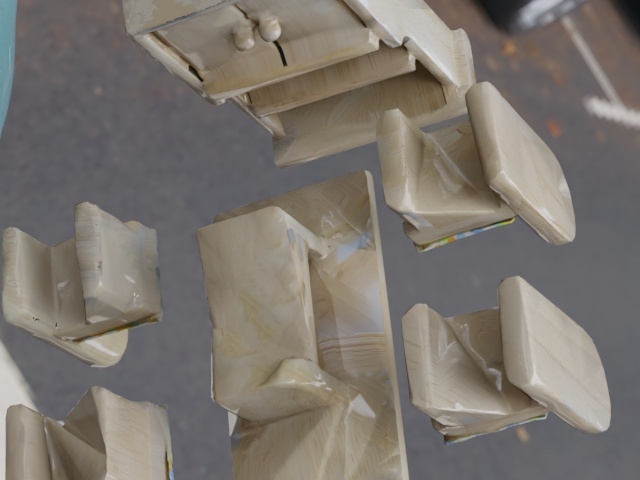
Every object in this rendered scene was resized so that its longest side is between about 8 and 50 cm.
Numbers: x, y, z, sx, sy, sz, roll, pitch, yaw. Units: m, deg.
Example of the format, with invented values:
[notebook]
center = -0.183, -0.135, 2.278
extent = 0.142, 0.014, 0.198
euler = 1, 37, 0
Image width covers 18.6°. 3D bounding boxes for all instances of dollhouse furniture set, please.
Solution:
[dollhouse furniture set]
center = 0.000, 0.000, 1.353
extent = 0.256, 0.362, 0.394
euler = 36, 42, -56

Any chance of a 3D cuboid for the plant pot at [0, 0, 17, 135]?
[plant pot]
center = -0.366, -0.159, 1.575
extent = 0.271, 0.271, 0.255
euler = 37, 66, -47
